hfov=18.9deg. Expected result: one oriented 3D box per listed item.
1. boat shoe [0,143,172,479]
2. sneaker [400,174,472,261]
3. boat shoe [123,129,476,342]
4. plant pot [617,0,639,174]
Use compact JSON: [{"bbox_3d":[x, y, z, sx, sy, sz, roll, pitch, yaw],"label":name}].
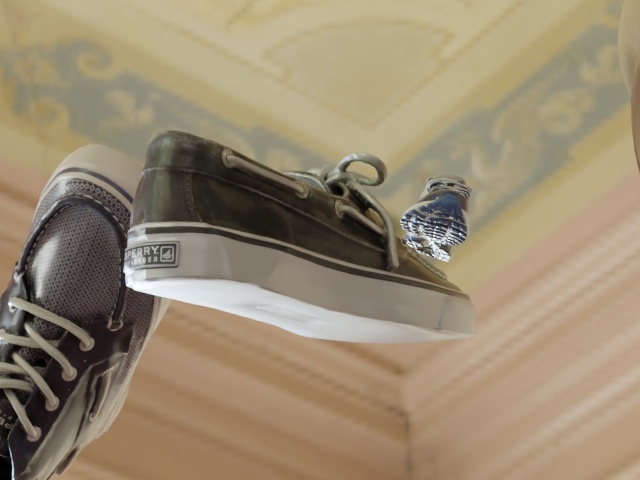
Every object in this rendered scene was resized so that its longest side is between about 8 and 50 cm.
[{"bbox_3d":[-0.209,0.087,1.497,0.127,0.158,0.340,27,-42,11],"label":"boat shoe"},{"bbox_3d":[0.092,-0.027,1.478,0.052,0.058,0.135,19,-12,-1],"label":"sneaker"},{"bbox_3d":[-0.004,0.000,1.183,0.113,0.105,0.306,-6,-15,42],"label":"boat shoe"},{"bbox_3d":[0.276,-0.100,1.072,0.263,0.229,0.263,-3,-73,-10],"label":"plant pot"}]
